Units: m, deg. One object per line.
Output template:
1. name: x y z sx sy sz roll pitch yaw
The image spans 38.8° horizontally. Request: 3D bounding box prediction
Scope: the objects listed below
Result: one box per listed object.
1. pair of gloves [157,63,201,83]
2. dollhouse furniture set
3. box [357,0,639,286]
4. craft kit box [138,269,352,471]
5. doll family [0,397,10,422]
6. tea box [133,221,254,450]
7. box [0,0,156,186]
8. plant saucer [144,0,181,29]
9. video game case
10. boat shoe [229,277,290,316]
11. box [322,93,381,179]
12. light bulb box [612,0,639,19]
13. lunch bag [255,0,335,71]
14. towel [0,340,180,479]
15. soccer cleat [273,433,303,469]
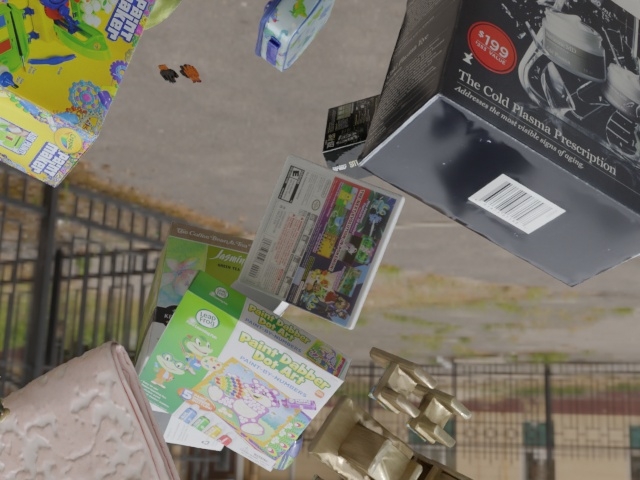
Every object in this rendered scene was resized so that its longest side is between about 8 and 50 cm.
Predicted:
1. pair of gloves: -0.300 -0.356 1.931 0.083 0.074 0.010 -9 134 -27
2. dollhouse furniture set: 0.067 0.268 1.085 0.242 0.212 0.161 44 163 -34
3. box: 0.262 -0.170 1.137 0.343 0.312 0.179 27 146 -17
4. craft kit box: -0.120 0.194 1.307 0.250 0.061 0.246 30 125 -4
5. doll family: -0.425 0.160 1.067 0.193 0.076 0.111 36 159 38
6. tea box: -0.250 0.197 1.830 0.220 0.323 0.329 12 141 -13
7. box: -0.387 -0.275 1.159 0.279 0.290 0.177 28 148 -22
8. plant saucer: -0.372 -0.527 1.779 0.241 0.241 0.037 -1 169 13
9. video game case: 0.000 0.000 1.290 0.183 0.201 0.023 22 179 16
10. boat shoe: -0.114 0.129 1.483 0.088 0.096 0.267 13 137 -41
11. box: 0.089 -0.196 1.712 0.147 0.180 0.077 -14 122 13
12. light bulb box: 0.463 -0.225 1.564 0.225 0.358 0.361 -13 172 -38
13. lunch bag: -0.051 -0.430 1.761 0.090 0.176 0.219 36 170 0
14. towel: -0.334 0.335 1.158 0.332 0.317 0.053 -27 170 15
15. soccer cleat: -0.099 0.379 1.962 0.093 0.121 0.289 11 -159 -14
